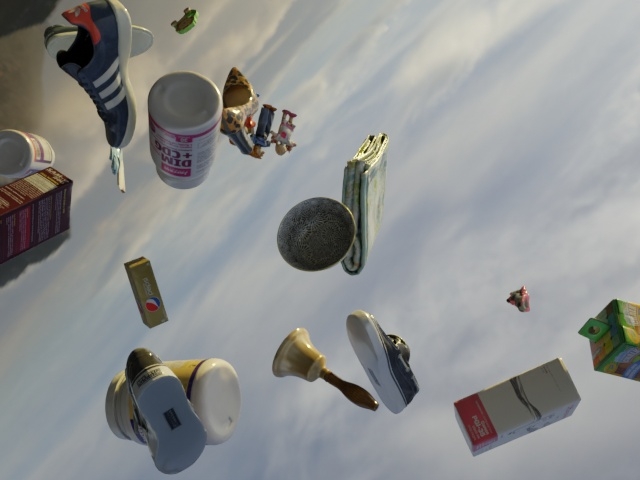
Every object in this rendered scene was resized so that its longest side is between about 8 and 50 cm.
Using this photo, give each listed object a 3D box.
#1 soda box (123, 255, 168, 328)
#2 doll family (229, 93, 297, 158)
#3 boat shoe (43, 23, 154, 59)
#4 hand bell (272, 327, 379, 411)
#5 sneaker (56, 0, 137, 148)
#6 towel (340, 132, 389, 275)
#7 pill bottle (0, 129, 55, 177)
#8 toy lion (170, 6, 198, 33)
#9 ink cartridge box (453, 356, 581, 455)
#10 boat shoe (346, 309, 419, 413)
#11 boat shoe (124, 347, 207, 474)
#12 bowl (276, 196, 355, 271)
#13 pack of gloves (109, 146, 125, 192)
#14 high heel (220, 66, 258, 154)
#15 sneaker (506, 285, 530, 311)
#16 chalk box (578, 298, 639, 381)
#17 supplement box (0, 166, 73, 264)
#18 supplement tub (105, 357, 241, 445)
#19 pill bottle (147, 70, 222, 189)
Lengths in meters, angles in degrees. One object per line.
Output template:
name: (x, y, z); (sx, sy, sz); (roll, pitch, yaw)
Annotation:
soda box: (-0.465, 0.138, 1.928); (0.058, 0.181, 0.061); (-23, -159, -26)
doll family: (-0.191, -0.333, 2.154); (0.118, 0.263, 0.163); (11, -96, 43)
boat shoe: (-0.662, -0.610, 2.156); (0.099, 0.319, 0.116); (55, -34, 34)
hand bell: (0.025, 0.300, 1.576); (0.242, 0.126, 0.126); (27, -108, 28)
sneaker: (-0.503, -0.358, 1.603); (0.148, 0.350, 0.131); (-20, -139, -32)
towel: (0.142, -0.121, 2.256); (0.320, 0.090, 0.375); (-55, 152, -59)
pill bottle: (-0.697, -0.200, 1.701); (0.108, 0.108, 0.193); (-49, -177, 2)
toy lion: (-0.419, -0.688, 2.270); (0.096, 0.034, 0.100); (21, -113, 45)
ink cartridge box: (0.481, 0.415, 1.785); (0.282, 0.117, 0.207); (-23, 153, 1)
boat shoe: (0.150, 0.256, 1.611); (0.102, 0.301, 0.108); (-37, -149, -19)
boat shoe: (-0.295, 0.316, 1.332); (0.113, 0.306, 0.105); (-30, -132, -17)
bowl: (0.000, 0.000, 1.532); (0.170, 0.170, 0.080); (-52, 154, -9)
pack of gloves: (-0.540, -0.269, 1.960); (0.195, 0.046, 0.232); (114, -30, -74)
high heel: (-0.226, -0.370, 1.841); (0.093, 0.186, 0.261); (-13, -112, 10)
sneaker: (0.514, 0.159, 1.885); (0.057, 0.047, 0.119); (-15, -169, 20)
chalk box: (0.718, 0.234, 1.694); (0.132, 0.213, 0.132); (110, -10, -48)
supplement box: (-0.602, -0.040, 1.414); (0.239, 0.073, 0.130); (-38, 154, -49)
supplement tub: (-0.421, 0.466, 2.077); (0.331, 0.241, 0.241); (-7, -145, 21)
pill bottle: (-0.312, -0.241, 1.657); (0.160, 0.160, 0.283); (-58, 176, -27)
